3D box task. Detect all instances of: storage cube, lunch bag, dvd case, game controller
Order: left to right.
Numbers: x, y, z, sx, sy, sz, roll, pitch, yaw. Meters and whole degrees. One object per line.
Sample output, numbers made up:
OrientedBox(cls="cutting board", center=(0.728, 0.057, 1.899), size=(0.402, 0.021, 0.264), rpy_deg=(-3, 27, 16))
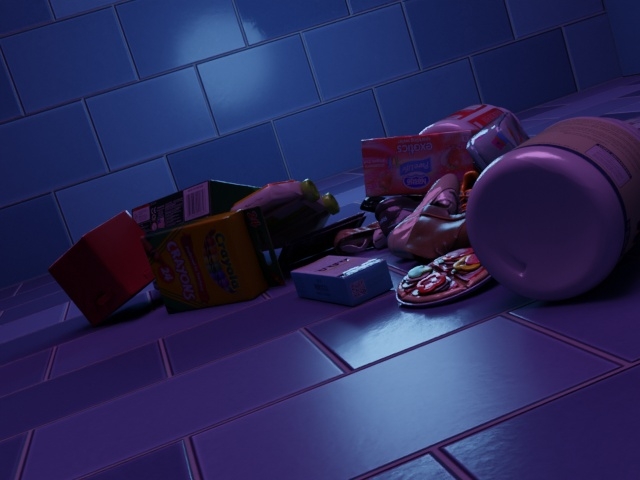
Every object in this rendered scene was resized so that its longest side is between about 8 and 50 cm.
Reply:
OrientedBox(cls="storage cube", center=(-0.544, 0.071, 2.224), size=(0.183, 0.193, 0.215), rpy_deg=(-36, 3, 35))
OrientedBox(cls="dvd case", center=(0.000, 0.000, 2.159), size=(0.221, 0.018, 0.164), rpy_deg=(-20, -16, -18))
OrientedBox(cls="game controller", center=(0.200, -0.080, 2.191), size=(0.166, 0.067, 0.319), rpy_deg=(-5, 4, -6))
OrientedBox(cls="lunch bag", center=(0.437, -0.167, 1.934), size=(0.108, 0.224, 0.279), rpy_deg=(-36, 3, 23))

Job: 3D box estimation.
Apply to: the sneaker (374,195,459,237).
OrientedBox(cls="sneaker", center=(0.261, -0.044, 1.976), size=(0.267, 0.101, 0.106), rpy_deg=(-7, 48, -7))

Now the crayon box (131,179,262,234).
OrientedBox(cls="crayon box", center=(-0.274, -0.059, 2.303), size=(0.313, 0.106, 0.363), rpy_deg=(5, -14, -43))

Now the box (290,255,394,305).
OrientedBox(cls="box", center=(0.039, 0.077, 1.725), size=(0.100, 0.060, 0.244), rpy_deg=(-22, 11, -24))

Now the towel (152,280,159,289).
OrientedBox(cls="towel", center=(-0.338, 0.079, 2.381), size=(0.247, 0.038, 0.325), rpy_deg=(-19, 4, -5))

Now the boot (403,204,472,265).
OrientedBox(cls="boot", center=(0.274, 0.011, 1.671), size=(0.115, 0.112, 0.305), rpy_deg=(-52, 25, -13))

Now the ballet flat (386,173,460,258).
OrientedBox(cls="ballet flat", center=(0.246, -0.051, 1.869), size=(0.248, 0.086, 0.086), rpy_deg=(-47, 21, -21))

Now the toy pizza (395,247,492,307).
OrientedBox(cls="toy pizza", center=(0.222, 0.056, 1.519), size=(0.201, 0.032, 0.201), rpy_deg=(-23, 15, 6))

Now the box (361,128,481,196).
OrientedBox(cls="box", center=(0.266, -0.191, 2.155), size=(0.299, 0.154, 0.142), rpy_deg=(-1, 8, 30))

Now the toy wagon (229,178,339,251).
OrientedBox(cls="toy wagon", center=(-0.086, -0.042, 2.128), size=(0.267, 0.068, 0.344), rpy_deg=(-29, -23, 17))

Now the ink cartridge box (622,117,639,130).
OrientedBox(cls="ink cartridge box", center=(0.679, -0.189, 1.870), size=(0.127, 0.128, 0.176), rpy_deg=(-19, 9, -5))

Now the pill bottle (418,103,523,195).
OrientedBox(cls="pill bottle", center=(0.422, -0.252, 2.387), size=(0.229, 0.229, 0.407), rpy_deg=(-11, 11, 33))

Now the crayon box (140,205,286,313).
OrientedBox(cls="crayon box", center=(-0.253, 0.047, 2.004), size=(0.318, 0.202, 0.081), rpy_deg=(-12, 11, 32))

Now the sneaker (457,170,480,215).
OrientedBox(cls="sneaker", center=(0.325, -0.066, 1.838), size=(0.084, 0.083, 0.215), rpy_deg=(-15, 34, 18))

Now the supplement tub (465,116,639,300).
OrientedBox(cls="supplement tub", center=(0.396, -0.064, 1.357), size=(0.235, 0.235, 0.325), rpy_deg=(-10, 12, 38))

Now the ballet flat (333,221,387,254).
OrientedBox(cls="ballet flat", center=(0.122, -0.003, 2.067), size=(0.206, 0.073, 0.067), rpy_deg=(-16, 37, 28))
